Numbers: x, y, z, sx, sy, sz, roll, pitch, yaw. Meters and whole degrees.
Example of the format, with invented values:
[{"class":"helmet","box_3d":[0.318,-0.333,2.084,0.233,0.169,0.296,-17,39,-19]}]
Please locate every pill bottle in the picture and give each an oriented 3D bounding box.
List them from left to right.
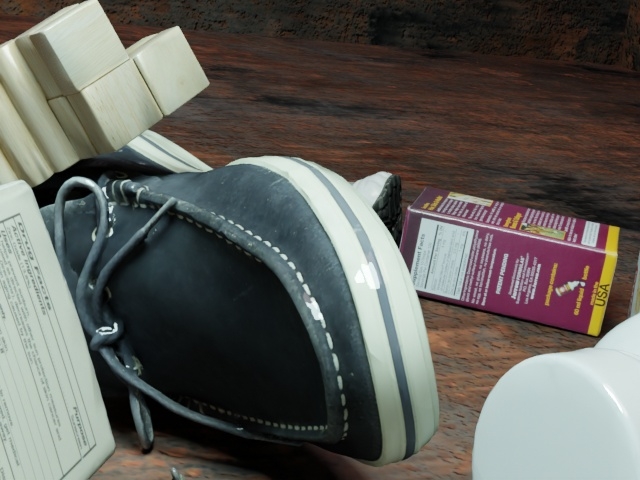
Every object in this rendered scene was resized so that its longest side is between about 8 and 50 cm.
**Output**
[{"class":"pill bottle","box_3d":[0.247,0.120,0.840,0.318,0.176,0.176,0,18,-33]}]

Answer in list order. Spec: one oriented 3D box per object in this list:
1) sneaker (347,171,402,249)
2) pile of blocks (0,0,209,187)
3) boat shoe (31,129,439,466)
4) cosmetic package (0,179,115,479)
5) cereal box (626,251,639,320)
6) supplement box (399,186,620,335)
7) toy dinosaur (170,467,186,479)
[{"class":"sneaker","box_3d":[0.000,0.000,1.324,0.108,0.100,0.271,-1,8,14]},{"class":"pile of blocks","box_3d":[-0.255,-0.065,0.941,0.362,0.112,0.149,-27,17,2]},{"class":"boat shoe","box_3d":[-0.094,0.033,0.948,0.156,0.187,0.500,-21,22,-25]},{"class":"cosmetic package","box_3d":[-0.201,0.079,0.617,0.129,0.153,0.296,-17,5,11]},{"class":"cereal box","box_3d":[0.291,0.024,1.238,0.047,0.173,0.240,10,14,6]},{"class":"supplement box","box_3d":[0.169,0.016,1.365,0.188,0.081,0.104,13,15,9]},{"class":"toy dinosaur","box_3d":[-0.084,0.167,0.682,0.268,0.064,0.118,0,32,-34]}]
